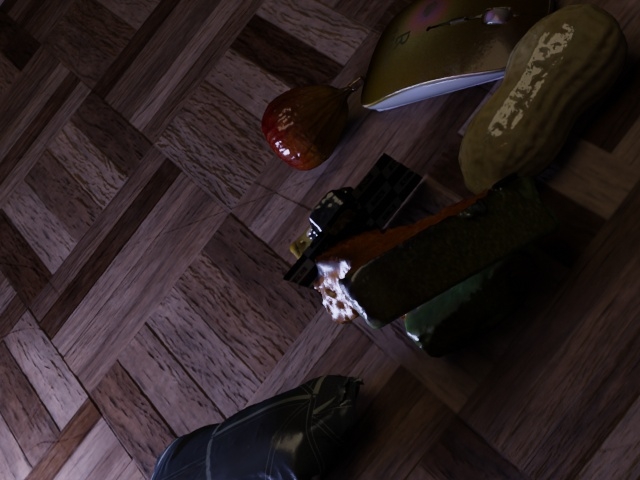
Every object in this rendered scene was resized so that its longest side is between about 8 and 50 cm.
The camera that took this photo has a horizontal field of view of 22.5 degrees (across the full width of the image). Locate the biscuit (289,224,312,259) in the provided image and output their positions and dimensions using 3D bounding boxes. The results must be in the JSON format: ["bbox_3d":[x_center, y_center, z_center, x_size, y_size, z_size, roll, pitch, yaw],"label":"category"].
[{"bbox_3d":[0.000,0.000,2.100,0.081,0.018,0.083,-48,34,7],"label":"biscuit"}]

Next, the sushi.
[{"bbox_3d":[0.024,-0.032,1.938,0.050,0.215,0.192,40,94,15],"label":"sushi"}]

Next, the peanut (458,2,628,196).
[{"bbox_3d":[0.249,-0.161,1.858,0.257,0.123,0.123,-53,33,7],"label":"peanut"}]

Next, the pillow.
[{"bbox_3d":[-0.084,0.256,1.897,0.335,0.092,0.161,-28,36,32],"label":"pillow"}]

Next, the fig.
[{"bbox_3d":[-0.018,-0.167,2.176,0.153,0.119,0.119,-54,25,40],"label":"fig"}]

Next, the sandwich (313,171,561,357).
[{"bbox_3d":[0.111,0.053,1.801,0.250,0.162,0.301,-27,5,-23],"label":"sandwich"}]

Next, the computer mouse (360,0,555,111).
[{"bbox_3d":[0.165,-0.255,2.090,0.310,0.072,0.158,-11,53,45],"label":"computer mouse"}]
